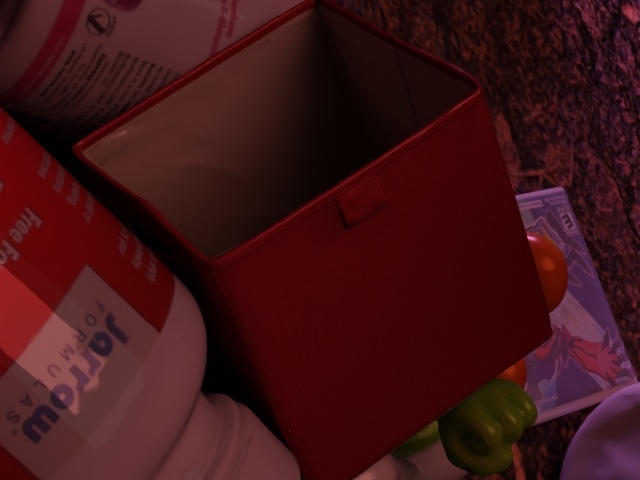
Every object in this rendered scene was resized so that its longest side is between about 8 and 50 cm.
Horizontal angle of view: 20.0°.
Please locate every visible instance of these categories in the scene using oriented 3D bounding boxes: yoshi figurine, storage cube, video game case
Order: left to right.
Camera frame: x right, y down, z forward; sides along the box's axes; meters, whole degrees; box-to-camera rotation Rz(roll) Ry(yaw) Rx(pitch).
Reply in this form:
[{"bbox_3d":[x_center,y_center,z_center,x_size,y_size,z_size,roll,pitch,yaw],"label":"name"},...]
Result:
[{"bbox_3d":[0.000,0.000,1.088,0.215,0.184,0.193,-33,128,-17],"label":"storage cube"},{"bbox_3d":[0.080,0.151,1.172,0.203,0.203,0.362,56,38,-17],"label":"yoshi figurine"},{"bbox_3d":[0.163,0.054,1.451,0.201,0.023,0.183,-11,78,-47],"label":"video game case"}]

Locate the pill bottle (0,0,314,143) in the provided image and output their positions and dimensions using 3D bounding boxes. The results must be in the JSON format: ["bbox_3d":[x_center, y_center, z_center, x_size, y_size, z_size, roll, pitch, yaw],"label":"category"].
[{"bbox_3d":[-0.101,-0.128,1.182,0.283,0.160,0.160,18,58,-38],"label":"pill bottle"}]

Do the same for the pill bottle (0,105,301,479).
[{"bbox_3d":[-0.210,0.045,0.935,0.408,0.229,0.229,45,45,-18],"label":"pill bottle"}]

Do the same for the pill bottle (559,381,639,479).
[{"bbox_3d":[0.332,0.226,1.428,0.278,0.162,0.162,27,53,-34],"label":"pill bottle"}]
